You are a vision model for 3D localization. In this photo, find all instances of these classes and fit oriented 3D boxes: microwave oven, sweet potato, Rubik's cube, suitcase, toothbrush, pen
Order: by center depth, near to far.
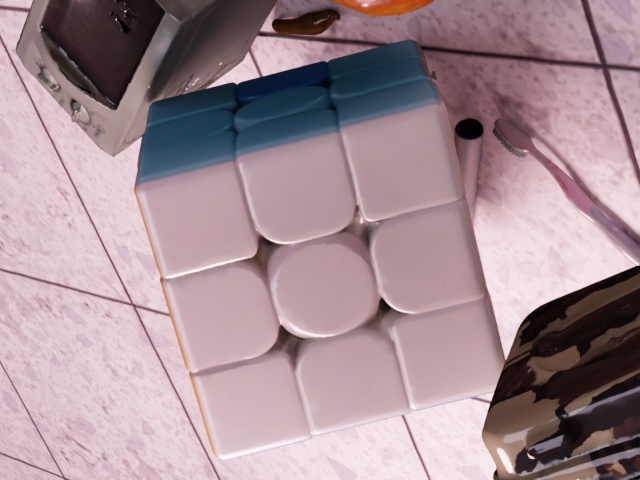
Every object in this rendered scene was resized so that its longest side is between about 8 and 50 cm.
[{"bbox_3d":[0.335,0.115,1.624,0.351,0.339,0.194,-23,107,24],"label":"suitcase"},{"bbox_3d":[0.000,0.000,1.784,0.291,0.290,0.291,-94,-10,-71],"label":"Rubik's cube"},{"bbox_3d":[0.271,-0.027,1.828,0.269,0.021,0.027,43,162,8],"label":"toothbrush"},{"bbox_3d":[-0.167,-0.262,1.889,0.181,0.237,0.295,46,150,5],"label":"microwave oven"},{"bbox_3d":[-0.020,-0.228,1.955,0.115,0.026,0.026,1,126,49],"label":"sweet potato"},{"bbox_3d":[0.148,-0.029,1.968,0.033,0.033,0.269,32,146,24],"label":"pen"}]

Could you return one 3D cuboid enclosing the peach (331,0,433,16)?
[{"bbox_3d":[0.044,-0.301,1.568,0.232,0.257,0.232,34,146,27],"label":"peach"}]
